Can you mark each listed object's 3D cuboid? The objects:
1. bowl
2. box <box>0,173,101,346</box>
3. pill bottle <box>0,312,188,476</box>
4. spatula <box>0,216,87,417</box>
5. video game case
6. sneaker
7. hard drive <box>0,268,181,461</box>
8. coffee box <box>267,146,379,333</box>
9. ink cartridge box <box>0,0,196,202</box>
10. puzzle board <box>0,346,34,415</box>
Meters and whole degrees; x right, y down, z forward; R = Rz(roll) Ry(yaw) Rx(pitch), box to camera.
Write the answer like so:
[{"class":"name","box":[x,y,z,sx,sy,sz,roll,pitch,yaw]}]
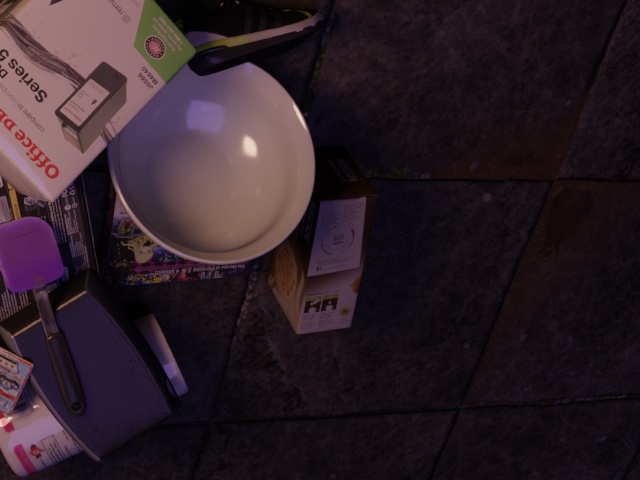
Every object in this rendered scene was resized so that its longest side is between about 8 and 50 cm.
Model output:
[{"class":"bowl","box":[-0.167,-0.100,1.951,0.297,0.298,0.134,-3,169,-25]},{"class":"box","box":[-0.474,-0.021,1.925,0.318,0.097,0.395,-18,132,-17]},{"class":"pill bottle","box":[-0.354,0.227,2.136,0.283,0.160,0.160,-24,133,-8]},{"class":"spatula","box":[-0.368,0.110,1.932,0.084,0.030,0.296,-20,113,-16]},{"class":"video game case","box":[-0.204,-0.033,2.091,0.232,0.042,0.210,-5,126,-24]},{"class":"sneaker","box":[-0.093,-0.296,1.913,0.234,0.097,0.084,-22,177,-38]},{"class":"hard drive","box":[-0.324,0.185,2.013,0.172,0.054,0.255,-31,112,-1]},{"class":"coffee box","box":[0.000,0.000,2.156,0.098,0.141,0.247,-6,128,-23]},{"class":"ink cartridge box","box":[-0.321,-0.210,1.749,0.273,0.114,0.198,-49,117,-16]},{"class":"puzzle board","box":[-0.471,0.180,1.970,0.128,0.011,0.096,28,118,-3]}]
